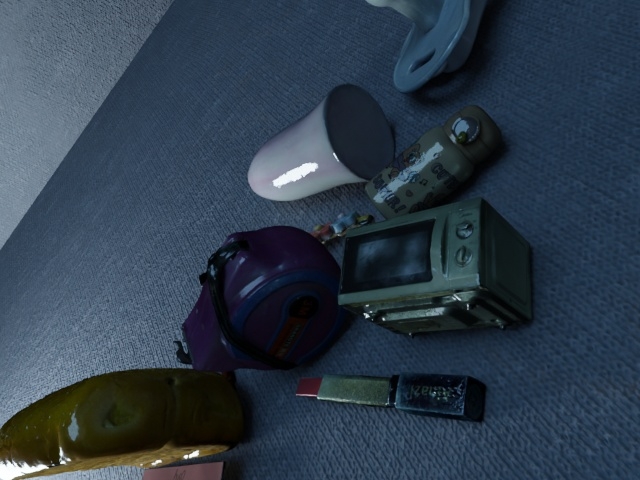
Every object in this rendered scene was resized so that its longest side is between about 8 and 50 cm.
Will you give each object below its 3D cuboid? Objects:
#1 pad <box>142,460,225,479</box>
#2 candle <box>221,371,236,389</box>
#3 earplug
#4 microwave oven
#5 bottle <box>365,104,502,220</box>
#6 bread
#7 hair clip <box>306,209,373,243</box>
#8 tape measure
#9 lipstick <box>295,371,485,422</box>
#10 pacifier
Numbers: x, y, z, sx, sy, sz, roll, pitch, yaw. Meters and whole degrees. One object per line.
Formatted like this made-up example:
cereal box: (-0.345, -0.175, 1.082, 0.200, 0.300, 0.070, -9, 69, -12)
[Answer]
pad: (-0.262, 0.487, 0.949, 0.299, 0.005, 0.202, -26, 45, 44)
candle: (-0.190, 0.220, 1.072, 0.026, 0.021, 0.167, -62, 37, 29)
earplug: (-0.029, -0.150, 1.046, 0.301, 0.172, 0.173, -19, 54, 46)
microwave oven: (0.148, 0.049, 0.726, 0.204, 0.163, 0.129, -14, 57, 40)
bottle: (0.171, -0.115, 0.844, 0.209, 0.110, 0.097, -41, 74, 20)
bread: (-0.334, 0.298, 0.930, 0.336, 0.327, 0.148, -27, 61, 35)
hair clip: (-0.004, -0.005, 0.998, 0.213, 0.056, 0.062, -34, 14, 27)
tape measure: (-0.084, 0.090, 0.873, 0.232, 0.245, 0.149, -63, 36, 21)
lipstick: (0.076, 0.211, 0.786, 0.312, 0.051, 0.051, -9, 62, 43)
pacifier: (0.160, -0.399, 0.949, 0.238, 0.225, 0.287, -2, 63, 65)
